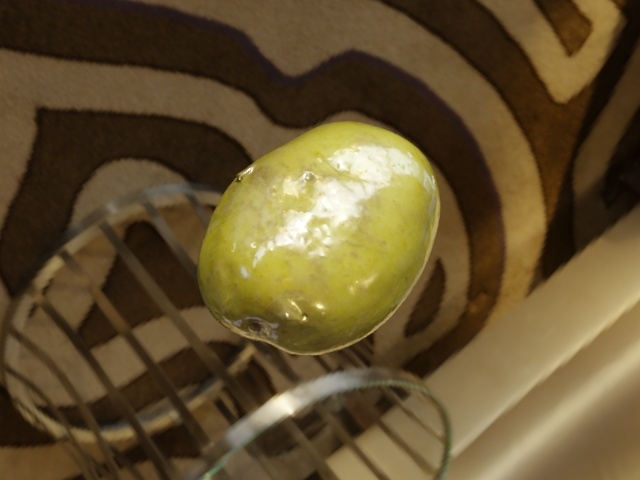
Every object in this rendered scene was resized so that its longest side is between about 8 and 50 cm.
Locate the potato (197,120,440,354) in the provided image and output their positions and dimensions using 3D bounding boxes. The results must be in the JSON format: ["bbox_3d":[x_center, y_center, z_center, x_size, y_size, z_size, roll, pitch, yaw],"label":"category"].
[{"bbox_3d":[-0.001,-0.002,1.098,0.197,0.148,0.228,28,66,-14],"label":"potato"}]
